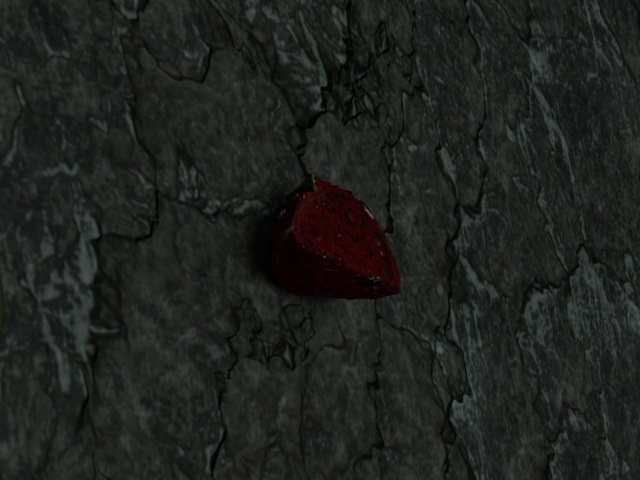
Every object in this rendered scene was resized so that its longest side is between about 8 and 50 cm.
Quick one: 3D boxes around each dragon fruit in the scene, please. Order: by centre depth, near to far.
[{"bbox_3d":[0.000,0.000,1.216,0.162,0.083,0.106,21,51,-39],"label":"dragon fruit"}]

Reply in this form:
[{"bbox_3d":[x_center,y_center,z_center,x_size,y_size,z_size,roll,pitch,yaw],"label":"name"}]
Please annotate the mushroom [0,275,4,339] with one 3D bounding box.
[{"bbox_3d":[-0.331,0.056,0.645,0.290,0.292,0.292,36,45,-1],"label":"mushroom"}]
